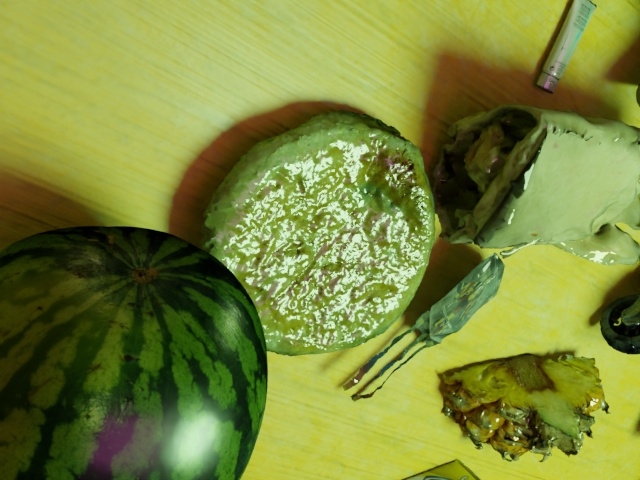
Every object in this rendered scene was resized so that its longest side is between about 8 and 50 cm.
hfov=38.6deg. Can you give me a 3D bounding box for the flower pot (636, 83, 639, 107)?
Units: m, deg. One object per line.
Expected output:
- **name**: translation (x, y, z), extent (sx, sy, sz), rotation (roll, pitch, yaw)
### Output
- **flower pot**: translation (0.506, -0.225, 1.031), extent (0.307, 0.307, 0.244), rotation (-2, 126, -30)

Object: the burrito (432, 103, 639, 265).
- **burrito**: translation (0.288, -0.069, 1.052), extent (0.332, 0.135, 0.190), rotation (4, 123, -36)

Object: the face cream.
- **face cream**: translation (0.282, -0.225, 1.050), extent (0.038, 0.020, 0.115), rotation (20, 99, -35)

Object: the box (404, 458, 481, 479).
- **box**: translation (0.098, 0.411, 1.177), extent (0.265, 0.097, 0.168), rotation (-11, 116, -27)

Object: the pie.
- **pie**: translation (0.000, 0.000, 0.955), extent (0.277, 0.078, 0.277), rotation (-9, 114, -22)

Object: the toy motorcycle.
- **toy motorcycle**: translation (0.524, 0.063, 1.231), extent (0.307, 0.173, 0.108), rotation (-40, 127, -12)

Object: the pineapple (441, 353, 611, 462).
- **pineapple**: translation (0.284, 0.248, 1.183), extent (0.249, 0.164, 0.140), rotation (-5, 121, -33)

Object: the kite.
- **kite**: translation (0.128, 0.107, 1.083), extent (0.245, 0.015, 0.141), rotation (-38, 151, -5)

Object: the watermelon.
- **watermelon**: translation (-0.187, 0.127, 0.767), extent (0.285, 0.285, 0.285), rotation (-13, 117, -26)
